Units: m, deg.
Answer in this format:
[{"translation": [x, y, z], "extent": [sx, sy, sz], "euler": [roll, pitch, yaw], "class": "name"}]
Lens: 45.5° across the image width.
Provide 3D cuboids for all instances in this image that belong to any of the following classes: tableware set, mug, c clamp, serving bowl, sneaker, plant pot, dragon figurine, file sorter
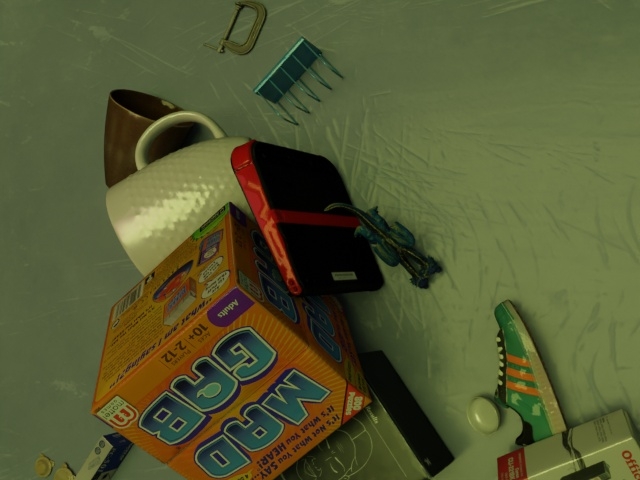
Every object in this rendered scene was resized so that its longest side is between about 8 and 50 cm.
[{"translation": [-0.730, 0.663, 2.046], "extent": [0.141, 0.020, 0.168], "euler": [23, 93, 21], "class": "tableware set"}, {"translation": [-0.279, -0.119, 1.707], "extent": [0.328, 0.276, 0.374], "euler": [-29, 74, 6], "class": "mug"}, {"translation": [-0.214, -0.541, 1.934], "extent": [0.137, 0.022, 0.160], "euler": [33, 99, 22], "class": "c clamp"}, {"translation": [0.348, 0.367, 1.608], "extent": [0.083, 0.027, 0.083], "euler": [16, 111, 47], "class": "serving bowl"}, {"translation": [0.401, 0.276, 1.561], "extent": [0.121, 0.108, 0.302], "euler": [-22, 79, 15], "class": "sneaker"}, {"translation": [-0.459, -0.232, 1.926], "extent": [0.215, 0.215, 0.230], "euler": [32, 111, 22], "class": "plant pot"}, {"translation": [0.146, -0.001, 1.641], "extent": [0.085, 0.289, 0.144], "euler": [-50, 35, 2], "class": "dragon figurine"}, {"translation": [-0.048, -0.370, 1.801], "extent": [0.170, 0.118, 0.104], "euler": [-46, 75, 13], "class": "file sorter"}]

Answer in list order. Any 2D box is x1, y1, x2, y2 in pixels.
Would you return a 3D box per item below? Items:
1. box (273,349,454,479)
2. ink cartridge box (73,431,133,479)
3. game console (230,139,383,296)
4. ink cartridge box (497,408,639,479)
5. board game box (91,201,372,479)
[{"translation": [0.029, 0.466, 1.643], "extent": [0.395, 0.212, 0.293], "euler": [-38, 72, 16], "class": "box"}, {"translation": [-0.564, 0.582, 1.942], "extent": [0.046, 0.097, 0.207], "euler": [37, 99, 21], "class": "ink cartridge box"}, {"translation": [-0.021, -0.042, 1.613], "extent": [0.060, 0.387, 0.341], "euler": [-27, 76, 26], "class": "game console"}, {"translation": [0.507, 0.474, 1.464], "extent": [0.273, 0.114, 0.197], "euler": [-29, 99, 17], "class": "ink cartridge box"}, {"translation": [-0.175, 0.217, 1.498], "extent": [0.356, 0.356, 0.356], "euler": [-41, 115, 12], "class": "board game box"}]
